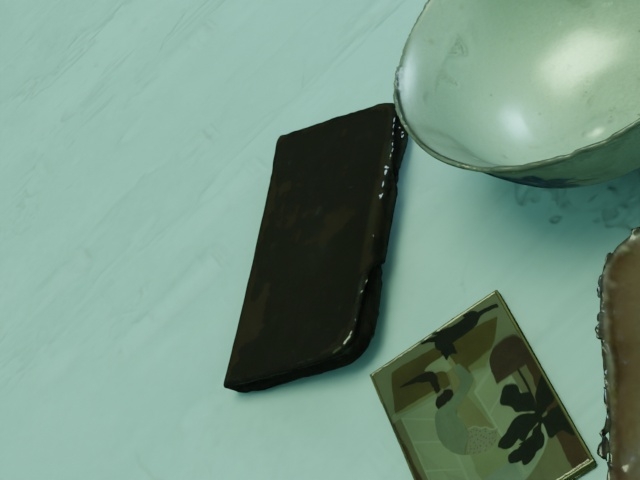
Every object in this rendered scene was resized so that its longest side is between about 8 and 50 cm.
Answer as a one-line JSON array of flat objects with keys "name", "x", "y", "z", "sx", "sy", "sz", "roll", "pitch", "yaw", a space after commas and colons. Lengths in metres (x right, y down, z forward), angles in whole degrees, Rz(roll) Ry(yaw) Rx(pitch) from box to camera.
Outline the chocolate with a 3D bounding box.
[{"name": "chocolate", "x": 0.276, "y": 0.104, "z": 0.901, "sx": 0.161, "sy": 0.083, "sz": 0.261, "roll": -1, "pitch": 54, "yaw": 18}]

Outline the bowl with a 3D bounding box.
[{"name": "bowl", "x": 0.231, "y": -0.143, "z": 1.101, "sx": 0.313, "sy": 0.146, "sz": 0.313, "roll": -22, "pitch": 44, "yaw": 23}]

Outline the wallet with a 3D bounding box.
[{"name": "wallet", "x": 0.000, "y": 0.000, "z": 1.249, "sx": 0.165, "sy": 0.042, "sz": 0.309, "roll": -16, "pitch": 46, "yaw": 32}]

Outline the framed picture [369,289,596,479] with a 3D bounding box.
[{"name": "framed picture", "x": 0.125, "y": 0.143, "z": 1.048, "sx": 0.136, "sy": 0.010, "sz": 0.201, "roll": -34, "pitch": 40, "yaw": 10}]
